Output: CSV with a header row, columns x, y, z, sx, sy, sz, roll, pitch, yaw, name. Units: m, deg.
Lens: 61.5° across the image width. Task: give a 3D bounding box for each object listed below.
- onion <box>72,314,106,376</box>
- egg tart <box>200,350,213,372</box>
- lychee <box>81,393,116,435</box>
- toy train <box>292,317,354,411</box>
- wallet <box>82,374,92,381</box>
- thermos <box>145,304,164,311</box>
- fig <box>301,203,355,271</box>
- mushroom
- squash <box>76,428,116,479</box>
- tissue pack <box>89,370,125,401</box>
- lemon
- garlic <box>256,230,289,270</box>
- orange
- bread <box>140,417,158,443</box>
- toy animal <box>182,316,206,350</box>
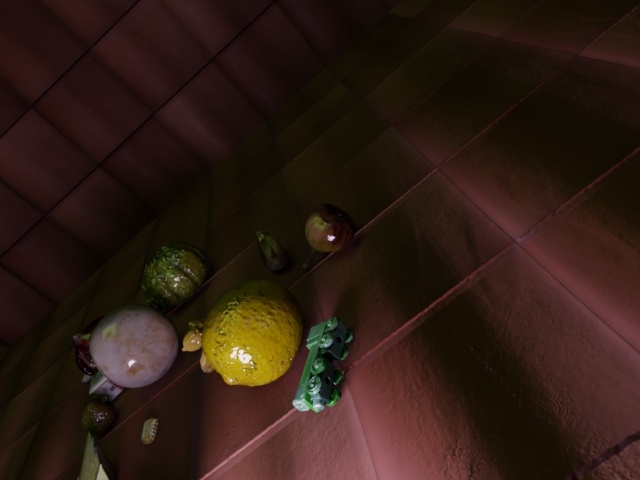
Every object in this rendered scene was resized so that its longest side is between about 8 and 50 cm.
x,y,z,sx,sy,sz,roll,pitch,yaw,name
-0.934,0.436,2.240,0.272,0.195,0.271,-18,63,38,onion
-0.269,0.290,1.595,0.241,0.106,0.241,22,-90,-82,egg tart
-0.780,0.612,1.896,0.114,0.114,0.146,3,73,57,lychee
0.002,0.294,1.284,0.119,0.085,0.251,-30,27,38,toy train
-0.993,0.543,2.397,0.124,0.032,0.183,-36,28,14,wallet
-0.747,0.339,2.301,0.188,0.073,0.083,-43,25,-1,thermos
-0.003,-0.009,1.662,0.231,0.143,0.160,-38,57,11,fig
-0.662,0.382,1.901,0.290,0.298,0.297,-47,15,50,mushroom
-0.686,0.707,1.574,0.155,0.204,0.237,-28,21,-21,squash
-0.788,0.527,2.045,0.149,0.099,0.106,-42,28,3,tissue pack
-0.172,0.235,1.414,0.258,0.258,0.310,-20,27,40,lemon
-0.164,0.042,1.837,0.091,0.128,0.198,-28,23,-4,garlic
-0.619,0.136,2.253,0.301,0.223,0.300,-39,21,12,orange
-0.522,0.586,1.651,0.049,0.033,0.088,-23,34,9,bread
-0.439,0.320,1.897,0.083,0.070,0.159,-38,22,17,toy animal
